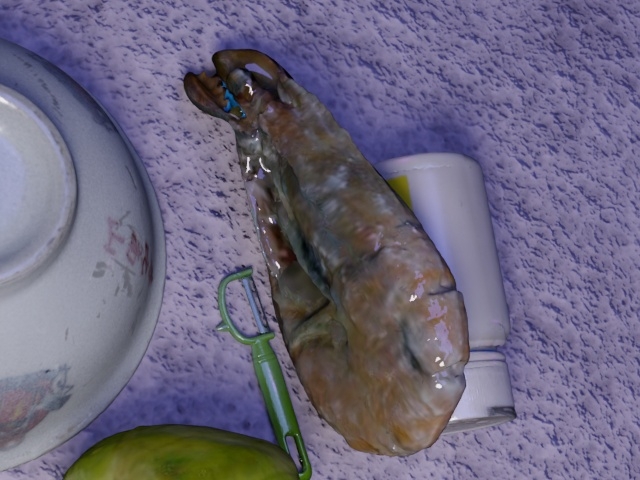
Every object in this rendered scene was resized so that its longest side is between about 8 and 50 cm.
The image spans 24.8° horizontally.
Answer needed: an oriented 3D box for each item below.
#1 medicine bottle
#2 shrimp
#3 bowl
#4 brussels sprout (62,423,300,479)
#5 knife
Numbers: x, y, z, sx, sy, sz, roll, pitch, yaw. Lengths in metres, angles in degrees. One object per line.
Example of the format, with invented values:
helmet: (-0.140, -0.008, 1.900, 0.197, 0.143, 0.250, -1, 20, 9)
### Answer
medicine bottle: (0.108, 0.054, 1.404, 0.143, 0.143, 0.258, -4, 76, -24)
shrimp: (0.000, 0.000, 1.355, 0.110, 0.221, 0.445, -6, 59, -39)
bowl: (-0.315, -0.023, 1.220, 0.435, 0.196, 0.434, 6, 72, -20)
brussels sprout: (-0.113, 0.226, 1.217, 0.223, 0.223, 0.161, -18, 86, -26)
knife: (-0.056, 0.132, 1.382, 0.054, 0.015, 0.212, -15, 80, -25)
